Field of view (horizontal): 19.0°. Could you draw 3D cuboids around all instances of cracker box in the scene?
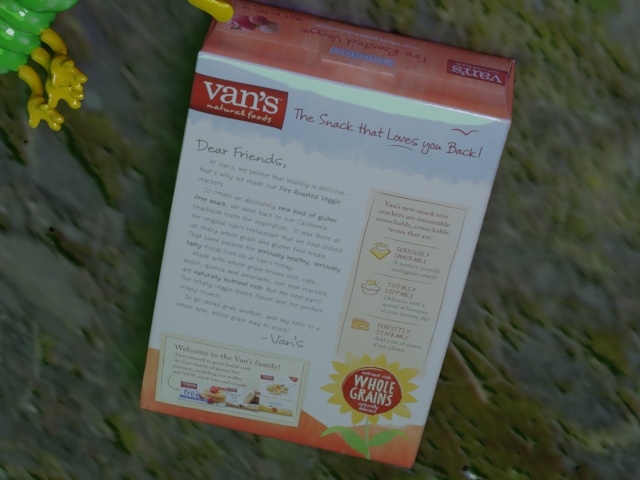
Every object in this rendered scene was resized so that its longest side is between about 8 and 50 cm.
[{"bbox_3d":[0.000,0.000,0.998,0.155,0.067,0.232,13,126,0],"label":"cracker box"}]

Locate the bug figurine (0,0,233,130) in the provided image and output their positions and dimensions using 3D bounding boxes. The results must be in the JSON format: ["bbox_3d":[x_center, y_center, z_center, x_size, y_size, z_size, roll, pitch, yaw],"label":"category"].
[{"bbox_3d":[-0.168,-0.178,0.904,0.279,0.072,0.216,30,130,-16],"label":"bug figurine"}]
